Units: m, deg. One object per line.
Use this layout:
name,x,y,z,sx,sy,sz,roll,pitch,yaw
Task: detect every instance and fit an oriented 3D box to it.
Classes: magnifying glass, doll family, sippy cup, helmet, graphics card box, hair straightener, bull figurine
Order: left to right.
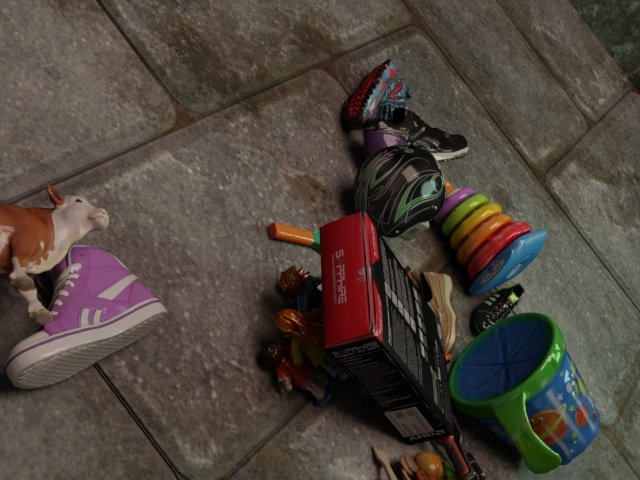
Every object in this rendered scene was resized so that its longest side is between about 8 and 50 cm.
bull figurine,-0.421,0.009,1.366,0.310,0.101,0.188,1,38,-21
doll family,-0.010,0.126,1.752,0.163,0.118,0.263,39,36,-22
magnifying glass,0.000,0.000,1.951,0.231,0.026,0.092,11,52,-41
graphics card box,0.112,0.153,1.763,0.371,0.094,0.233,51,28,-47
helmet,0.141,-0.095,2.058,0.161,0.169,0.169,-24,77,-24
hair straightener,0.247,0.360,1.842,0.089,0.047,0.230,32,17,-39
sippy cup,0.391,0.290,1.985,0.224,0.240,0.305,50,59,-22

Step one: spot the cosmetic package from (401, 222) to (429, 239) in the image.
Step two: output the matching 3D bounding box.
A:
cosmetic package,0.176,-0.065,2.169,0.041,0.060,0.115,22,47,-37

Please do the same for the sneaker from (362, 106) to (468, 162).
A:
sneaker,0.202,-0.217,2.222,0.283,0.107,0.124,-14,99,-43

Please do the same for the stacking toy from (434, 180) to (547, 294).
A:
stacking toy,0.304,-0.049,2.240,0.302,0.175,0.165,50,32,16

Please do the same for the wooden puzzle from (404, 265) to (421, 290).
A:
wooden puzzle,0.170,0.084,2.080,0.049,0.006,0.083,49,36,-4

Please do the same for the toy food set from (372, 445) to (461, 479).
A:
toy food set,0.184,0.393,1.772,0.192,0.038,0.132,26,19,-31

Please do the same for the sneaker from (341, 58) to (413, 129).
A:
sneaker,0.138,-0.291,2.281,0.125,0.104,0.262,47,36,-10

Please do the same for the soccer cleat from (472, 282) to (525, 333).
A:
soccer cleat,0.363,0.135,2.191,0.060,0.072,0.179,51,36,-1

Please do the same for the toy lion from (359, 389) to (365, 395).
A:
toy lion,0.078,0.220,1.849,0.096,0.034,0.100,43,36,-24

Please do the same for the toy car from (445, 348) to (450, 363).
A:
toy car,0.216,0.253,1.945,0.040,0.060,0.122,5,54,-31

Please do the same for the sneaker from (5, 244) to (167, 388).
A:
sneaker,-0.346,0.093,1.446,0.161,0.102,0.282,51,28,8

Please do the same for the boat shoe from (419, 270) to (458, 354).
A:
boat shoe,0.213,0.137,2.044,0.072,0.068,0.190,18,41,-18
